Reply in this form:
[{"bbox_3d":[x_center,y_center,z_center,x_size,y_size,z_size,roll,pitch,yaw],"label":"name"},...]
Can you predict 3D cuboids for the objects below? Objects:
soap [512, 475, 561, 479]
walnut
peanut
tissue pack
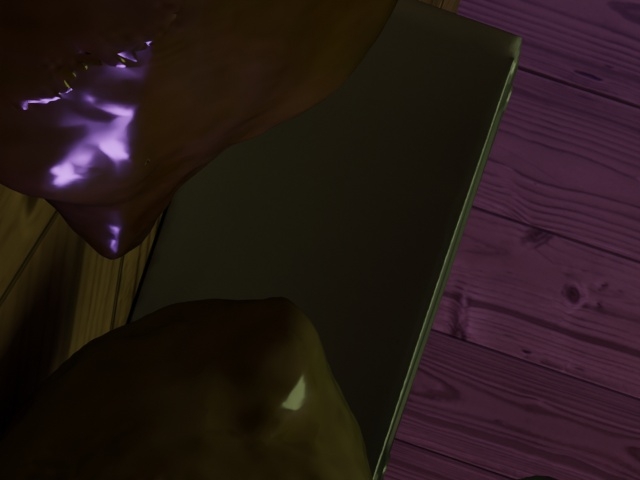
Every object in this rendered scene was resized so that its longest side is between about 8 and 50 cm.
[{"bbox_3d":[0.022,0.247,0.998,0.324,0.193,0.109,-39,-173,19],"label":"soap"},{"bbox_3d":[-0.034,-0.105,0.339,0.137,0.137,0.245,-61,165,-63],"label":"walnut"},{"bbox_3d":[-0.078,0.199,0.673,0.192,0.169,0.387,111,-1,-73],"label":"peanut"},{"bbox_3d":[0.000,0.000,0.968,0.159,0.136,0.246,32,77,-84],"label":"tissue pack"}]
